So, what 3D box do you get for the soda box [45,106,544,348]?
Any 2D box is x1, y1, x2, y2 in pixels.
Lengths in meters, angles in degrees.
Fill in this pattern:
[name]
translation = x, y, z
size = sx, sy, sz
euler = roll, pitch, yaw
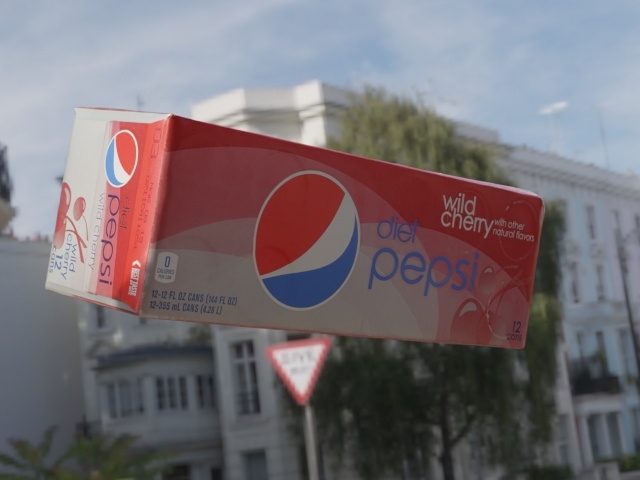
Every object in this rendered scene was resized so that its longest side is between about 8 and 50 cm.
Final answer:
[soda box]
translation = 0.000, 0.000, 0.613
size = 0.263, 0.092, 0.083
euler = 8, 1, -42
